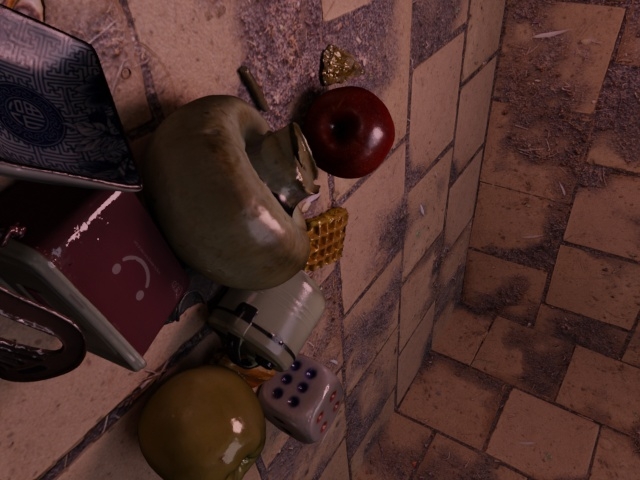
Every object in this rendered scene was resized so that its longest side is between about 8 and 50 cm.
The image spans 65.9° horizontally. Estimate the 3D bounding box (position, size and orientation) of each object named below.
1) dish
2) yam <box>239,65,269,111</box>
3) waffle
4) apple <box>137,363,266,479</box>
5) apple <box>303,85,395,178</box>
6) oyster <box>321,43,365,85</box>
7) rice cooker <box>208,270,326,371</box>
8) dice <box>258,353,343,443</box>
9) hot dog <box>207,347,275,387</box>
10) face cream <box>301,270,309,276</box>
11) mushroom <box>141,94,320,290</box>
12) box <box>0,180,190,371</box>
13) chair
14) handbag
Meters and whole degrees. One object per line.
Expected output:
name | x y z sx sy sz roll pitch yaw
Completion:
dish | -0.335 -0.153 0.581 0.080 0.243 0.182 -34 161 24
yam | -0.132 -0.304 1.000 0.021 0.021 0.116 -60 149 -18
waffle | 0.000 0.000 1.398 0.211 0.055 0.160 -24 129 -53
apple | -0.236 0.390 1.031 0.262 0.263 0.262 -39 139 -44
apple | 0.067 -0.256 1.179 0.201 0.219 0.218 -14 120 -63
oyster | 0.045 -0.426 1.228 0.121 0.045 0.146 -51 149 -5
rice cooker | -0.123 0.171 1.110 0.244 0.226 0.226 -60 151 -24
dice | -0.056 0.462 1.451 0.193 0.194 0.191 -52 149 -28
hot dog | -0.195 0.313 1.233 0.102 0.076 0.249 -32 148 11
face cream | -0.093 0.161 1.337 0.182 0.051 0.072 -56 153 -23
mushroom | -0.133 -0.080 0.831 0.352 0.261 0.351 -21 90 -79
box | -0.329 0.035 0.704 0.167 0.194 0.293 -61 152 -34
chair | -0.391 0.015 0.488 0.326 0.176 0.183 48 31 -55
handbag | -0.253 0.073 0.975 0.270 0.089 0.175 -34 147 -54
